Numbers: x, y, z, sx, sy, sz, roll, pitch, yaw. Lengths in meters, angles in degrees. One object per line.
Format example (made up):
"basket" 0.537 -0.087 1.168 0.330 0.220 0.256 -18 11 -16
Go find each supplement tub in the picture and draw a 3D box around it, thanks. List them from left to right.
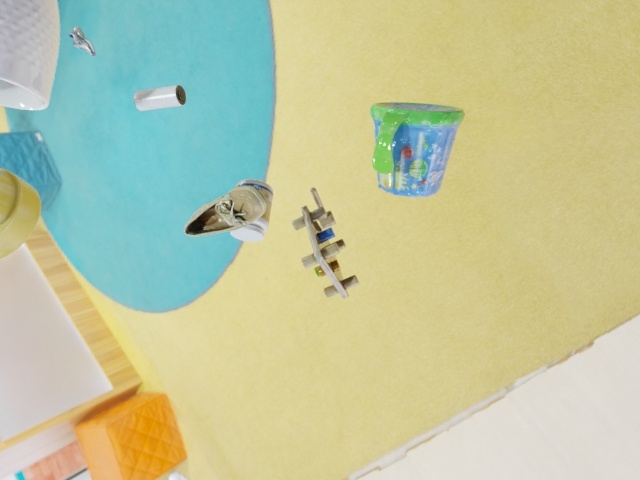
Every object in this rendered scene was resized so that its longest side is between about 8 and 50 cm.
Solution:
"supplement tub" -0.255 -0.109 1.763 0.144 0.144 0.199 -14 61 40

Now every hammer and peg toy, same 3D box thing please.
"hammer and peg toy" 0.000 0.000 1.659 0.127 0.266 0.361 -25 46 8

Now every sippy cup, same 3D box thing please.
"sippy cup" 0.241 -0.237 1.252 0.240 0.305 0.224 -135 44 -61

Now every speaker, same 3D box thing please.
"speaker" -0.441 -0.392 1.318 0.136 0.055 0.055 -3 101 17

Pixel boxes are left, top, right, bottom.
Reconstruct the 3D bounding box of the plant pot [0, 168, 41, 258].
"plant pot" -0.909 -0.102 1.220 0.254 0.239 0.254 -5 64 11

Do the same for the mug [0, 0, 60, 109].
"mug" -0.823 -0.530 1.132 0.276 0.374 0.328 -1 80 61

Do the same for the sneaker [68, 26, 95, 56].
"sneaker" -0.933 -0.767 1.870 0.135 0.058 0.052 50 159 5

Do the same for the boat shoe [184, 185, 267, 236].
"boat shoe" -0.255 -0.064 1.273 0.285 0.089 0.104 -19 110 43
